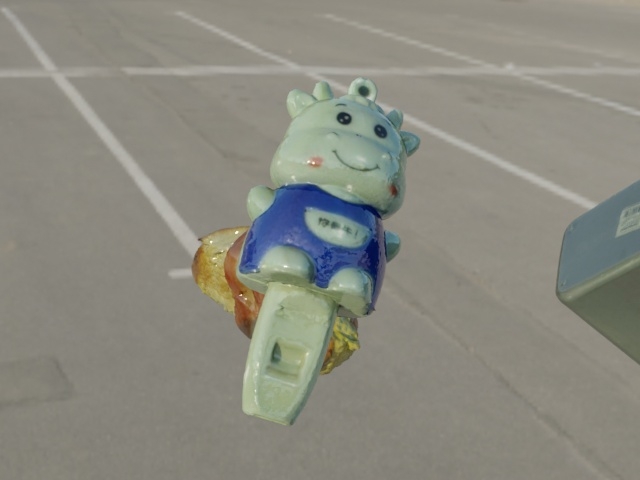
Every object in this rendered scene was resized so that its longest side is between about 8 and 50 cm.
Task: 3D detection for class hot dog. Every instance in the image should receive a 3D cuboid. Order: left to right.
[{"bbox_3d":[-0.030,0.049,0.924,0.093,0.123,0.261,-20,34,-29],"label":"hot dog"}]

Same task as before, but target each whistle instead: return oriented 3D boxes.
[{"bbox_3d":[0.000,0.000,0.644,0.110,0.245,0.092,21,-16,-12],"label":"whistle"}]

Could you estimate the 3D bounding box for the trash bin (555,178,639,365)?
[{"bbox_3d":[0.309,0.046,0.696,0.236,0.176,0.101,36,49,-17],"label":"trash bin"}]
